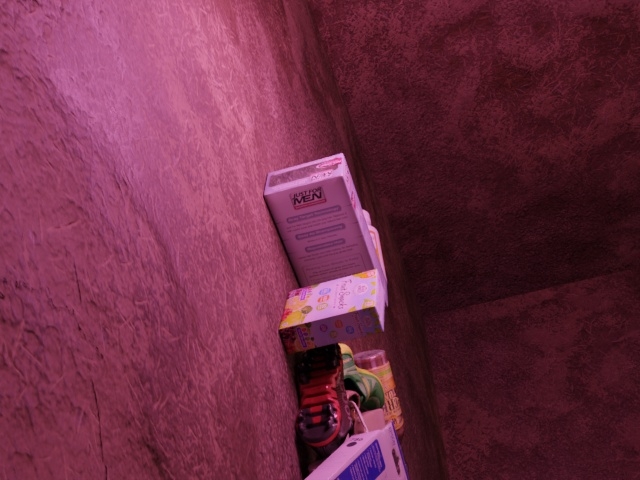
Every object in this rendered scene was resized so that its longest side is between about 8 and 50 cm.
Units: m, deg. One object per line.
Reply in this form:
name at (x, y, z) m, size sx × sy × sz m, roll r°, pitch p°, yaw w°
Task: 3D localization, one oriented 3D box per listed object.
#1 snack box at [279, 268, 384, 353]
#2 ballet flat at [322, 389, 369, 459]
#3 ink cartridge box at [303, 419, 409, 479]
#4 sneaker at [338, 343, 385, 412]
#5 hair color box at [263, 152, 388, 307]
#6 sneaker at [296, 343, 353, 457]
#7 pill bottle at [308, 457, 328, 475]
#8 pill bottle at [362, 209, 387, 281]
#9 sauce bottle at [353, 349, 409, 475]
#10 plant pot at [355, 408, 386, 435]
snack box at (0.028, 0.147, 1.762) m, size 0.174 × 0.207 × 0.070 m, roll -80°, pitch 154°, yaw -66°
ballet flat at (0.056, 0.449, 1.782) m, size 0.107 × 0.106 × 0.316 m, roll 64°, pitch 16°, yaw -47°
ink cartridge box at (0.057, 0.479, 1.561) m, size 0.332 × 0.065 × 0.165 m, roll -24°, pitch 100°, yaw -54°
sneaker at (0.068, 0.356, 2.002) m, size 0.295 × 0.109 × 0.124 m, roll 50°, pitch 30°, yaw -47°
hair color box at (0.020, 0.001, 1.955) m, size 0.114 × 0.185 × 0.374 m, roll -86°, pitch 159°, yaw -57°
sneaker at (0.011, 0.329, 1.734) m, size 0.276 × 0.097 × 0.135 m, roll -88°, pitch 160°, yaw -49°
pill bottle at (0.023, 0.499, 1.633) m, size 0.078 × 0.078 × 0.137 m, roll -27°, pitch 102°, yaw -79°
pill bottle at (0.115, 0.035, 2.515) m, size 0.136 × 0.136 × 0.246 m, roll 57°, pitch 21°, yaw -58°
sauce bottle at (0.170, 0.476, 2.306) m, size 0.111 × 0.111 × 0.344 m, roll -24°, pitch 99°, yaw -79°
plant pot at (0.091, 0.459, 1.970) m, size 0.096 × 0.109 × 0.109 m, roll 24°, pitch 52°, yaw -63°
